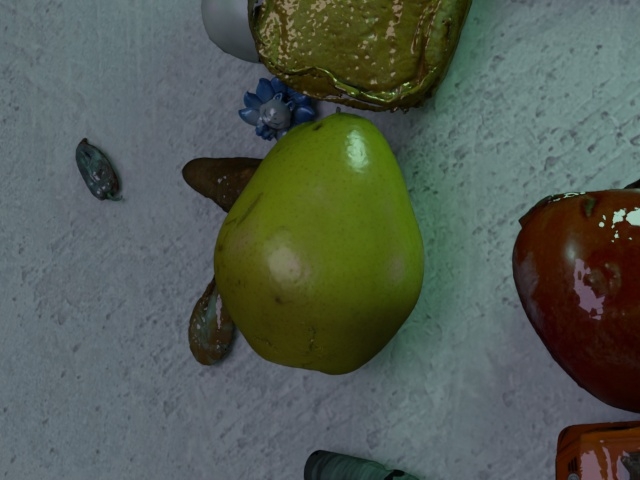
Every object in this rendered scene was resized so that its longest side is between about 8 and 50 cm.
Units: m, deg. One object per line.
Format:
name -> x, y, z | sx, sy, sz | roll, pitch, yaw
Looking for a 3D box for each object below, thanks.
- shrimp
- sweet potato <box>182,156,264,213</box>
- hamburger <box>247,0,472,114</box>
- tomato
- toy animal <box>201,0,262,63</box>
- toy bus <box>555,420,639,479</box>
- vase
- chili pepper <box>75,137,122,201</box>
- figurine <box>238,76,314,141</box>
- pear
shrimp -> -0.158, 0.097, 2.139 | 0.091, 0.043, 0.184 | 23, 99, 41
sweet potato -> -0.079, -0.079, 2.074 | 0.342, 0.092, 0.114 | -5, 62, 36
hamburger -> 0.050, -0.321, 1.904 | 0.319, 0.158, 0.318 | 0, 94, 6
tomato -> 0.338, 0.062, 1.672 | 0.309, 0.170, 0.308 | -7, 78, 38
toy animal -> -0.077, -0.371, 2.062 | 0.187, 0.165, 0.235 | 13, 94, 43
toy bus -> 0.401, 0.266, 1.608 | 0.329, 0.153, 0.143 | -10, 80, 37
vase -> 0.076, 0.327, 1.915 | 0.211, 0.060, 0.059 | 7, 88, 37
chili pepper -> -0.367, -0.115, 2.333 | 0.050, 0.041, 0.153 | -25, 61, -13
figurine -> -0.055, -0.195, 2.073 | 0.114, 0.079, 0.114 | 5, 106, 20
pear -> 0.011, 0.008, 1.880 | 0.285, 0.285, 0.336 | 38, 98, 35
